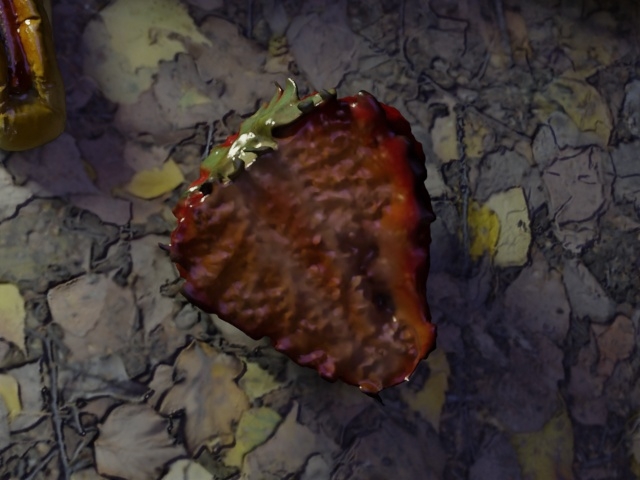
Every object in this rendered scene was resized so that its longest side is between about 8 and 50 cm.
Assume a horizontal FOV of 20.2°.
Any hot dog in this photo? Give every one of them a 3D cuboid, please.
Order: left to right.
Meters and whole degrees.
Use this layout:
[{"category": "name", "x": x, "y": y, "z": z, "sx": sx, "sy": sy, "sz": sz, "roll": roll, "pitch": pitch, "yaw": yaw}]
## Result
[{"category": "hot dog", "x": -0.292, "y": -0.204, "z": 1.645, "sx": 0.084, "sy": 0.073, "sz": 0.242, "roll": -13, "pitch": 88, "yaw": -18}]

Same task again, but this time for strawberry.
[{"category": "strawberry", "x": 0.005, "y": -0.018, "z": 1.709, "sx": 0.280, "sy": 0.150, "sz": 0.253, "roll": 32, "pitch": 93, "yaw": -18}]
